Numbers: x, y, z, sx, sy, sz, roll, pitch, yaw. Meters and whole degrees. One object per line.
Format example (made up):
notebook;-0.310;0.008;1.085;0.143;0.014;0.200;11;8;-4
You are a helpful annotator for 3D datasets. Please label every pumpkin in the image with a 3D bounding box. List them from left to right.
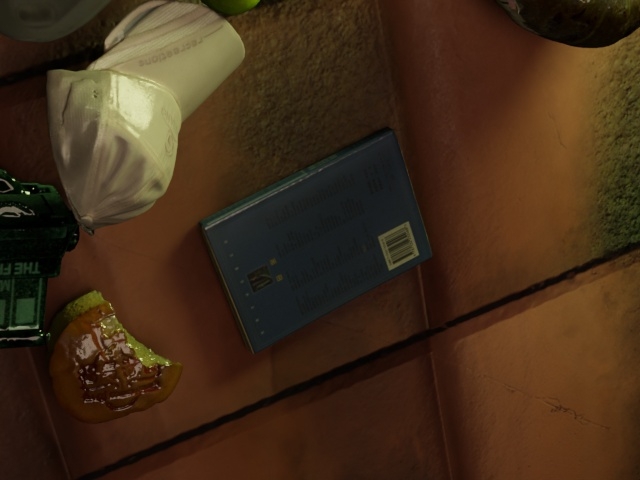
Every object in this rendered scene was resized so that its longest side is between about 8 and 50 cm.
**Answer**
pumpkin;0.322;-0.349;1.467;0.260;0.189;0.260;-11;116;-24

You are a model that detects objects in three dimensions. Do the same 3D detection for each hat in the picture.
hat;-0.165;-0.117;1.294;0.226;0.164;0.219;-23;155;-3

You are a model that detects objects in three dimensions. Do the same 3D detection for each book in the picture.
book;0.000;0.000;1.538;0.269;0.025;0.191;-28;119;-15

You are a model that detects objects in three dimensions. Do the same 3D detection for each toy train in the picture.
toy train;-0.410;0.026;1.274;0.330;0.138;0.178;-2;115;-26

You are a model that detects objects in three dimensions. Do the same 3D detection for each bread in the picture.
bread;-0.248;0.143;1.430;0.125;0.086;0.156;-46;122;-2

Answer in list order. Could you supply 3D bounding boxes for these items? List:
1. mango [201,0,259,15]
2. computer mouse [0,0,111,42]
mango;-0.107;-0.371;1.243;0.143;0.175;0.293;-14;118;-11
computer mouse;-0.235;-0.326;1.177;0.331;0.095;0.197;-35;109;27
